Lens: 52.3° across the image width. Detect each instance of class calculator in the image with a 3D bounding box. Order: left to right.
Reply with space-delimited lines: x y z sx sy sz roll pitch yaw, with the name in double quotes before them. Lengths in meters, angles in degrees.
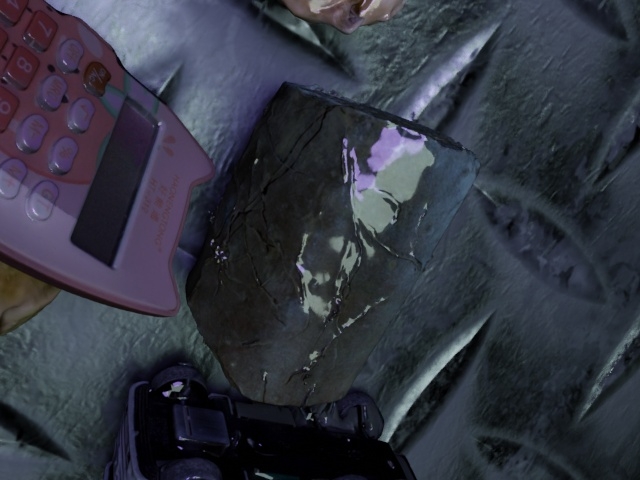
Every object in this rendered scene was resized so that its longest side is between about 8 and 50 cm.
"calculator" -0.212 -0.086 0.478 0.048 0.220 0.329 -15 139 30

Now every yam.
"yam" -0.004 -0.001 0.601 0.202 0.202 0.271 21 100 -5

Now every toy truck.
"toy truck" -0.043 0.263 0.680 0.364 0.176 0.178 21 110 -28

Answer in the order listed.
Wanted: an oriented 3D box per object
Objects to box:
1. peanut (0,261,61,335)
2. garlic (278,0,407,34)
"peanut" -0.366 0.025 0.461 0.340 0.174 0.158 -18 101 -32
"garlic" 0.019 -0.288 0.560 0.217 0.110 0.227 22 87 -15
